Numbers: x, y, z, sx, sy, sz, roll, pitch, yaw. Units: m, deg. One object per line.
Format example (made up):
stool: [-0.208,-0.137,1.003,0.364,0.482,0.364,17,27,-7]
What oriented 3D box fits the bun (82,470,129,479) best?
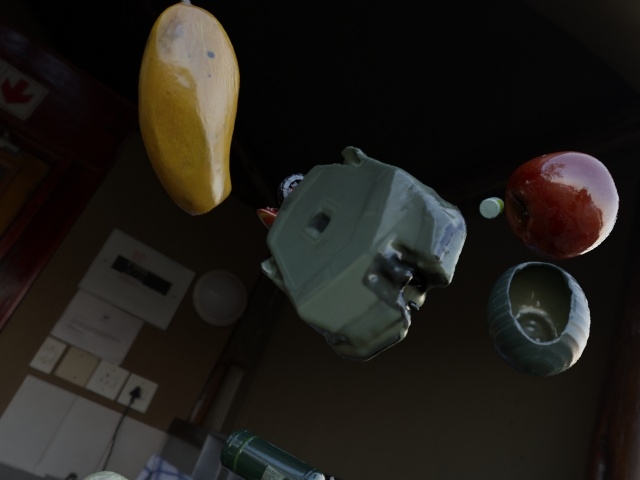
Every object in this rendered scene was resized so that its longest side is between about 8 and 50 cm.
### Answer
bun: [-0.302,0.373,0.689,0.115,0.115,0.069,30,-10,-15]

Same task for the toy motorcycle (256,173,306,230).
toy motorcycle: [0.000,-0.001,1.101,0.298,0.171,0.089,49,-29,-20]

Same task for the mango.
mango: [-0.222,-0.222,0.880,0.144,0.359,0.187,4,4,31]

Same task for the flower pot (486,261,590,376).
flower pot: [0.429,0.154,1.021,0.190,0.243,0.157,5,-40,22]

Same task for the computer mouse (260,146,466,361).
computer mouse: [0.052,0.013,0.685,0.145,0.228,0.429,36,2,-23]

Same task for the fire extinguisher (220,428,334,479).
fire extinguisher: [-0.067,0.484,1.040,0.295,0.118,0.093,14,19,33]

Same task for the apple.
apple: [0.574,-0.091,1.236,0.217,0.260,0.260,-16,-28,-2]

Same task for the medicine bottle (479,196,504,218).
medicine bottle: [0.412,-0.079,1.227,0.047,0.047,0.083,10,13,29]
